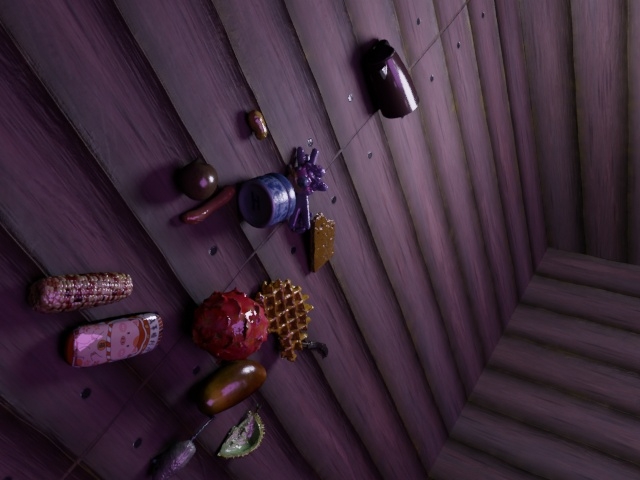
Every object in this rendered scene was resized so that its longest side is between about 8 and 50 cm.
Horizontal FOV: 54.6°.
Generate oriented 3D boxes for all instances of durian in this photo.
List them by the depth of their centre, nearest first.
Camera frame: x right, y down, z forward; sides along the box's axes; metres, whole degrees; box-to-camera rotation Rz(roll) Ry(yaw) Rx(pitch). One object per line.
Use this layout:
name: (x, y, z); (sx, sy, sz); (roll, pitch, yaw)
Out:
durian: (-0.237, 0.624, 1.983); (0.215, 0.086, 0.100); (-48, 121, -29)

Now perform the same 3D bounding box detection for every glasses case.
glasses case: (-0.501, 0.239, 1.514); (0.266, 0.067, 0.103); (-8, 109, -51)

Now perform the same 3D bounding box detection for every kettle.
kettle: (0.251, -0.578, 2.177); (0.232, 0.144, 0.202); (61, 34, -39)

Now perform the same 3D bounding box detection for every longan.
longan: (-0.315, -0.159, 1.605); (0.113, 0.092, 0.113); (1, 89, -47)

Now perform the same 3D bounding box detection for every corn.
corn: (-0.535, 0.116, 1.416); (0.253, 0.086, 0.086); (-3, 103, -53)

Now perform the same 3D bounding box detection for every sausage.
sausage: (-0.302, -0.094, 1.688); (0.186, 0.043, 0.043); (-41, 131, -37)

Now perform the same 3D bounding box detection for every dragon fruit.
dragon fruit: (-0.243, 0.246, 1.747); (0.268, 0.205, 0.210); (59, 28, -52)

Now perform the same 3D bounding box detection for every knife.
knife: (-0.024, 0.376, 2.219); (0.222, 0.021, 0.046); (35, 76, -52)

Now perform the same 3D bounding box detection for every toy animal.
toy animal: (-0.385, 0.585, 1.768); (0.253, 0.079, 0.070); (-46, 135, -34)

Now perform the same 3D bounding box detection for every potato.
potato: (-0.179, -0.330, 1.768); (0.045, 0.046, 0.092); (-26, 118, -4)

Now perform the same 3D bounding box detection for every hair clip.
hair clip: (-0.047, -0.151, 1.945); (0.090, 0.137, 0.278); (-74, 170, -79)

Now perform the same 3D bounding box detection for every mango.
mango: (-0.268, 0.428, 1.843); (0.267, 0.111, 0.133); (-21, 133, -49)

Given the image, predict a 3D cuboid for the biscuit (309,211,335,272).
biscuit: (0.006, -0.010, 2.089); (0.131, 0.026, 0.237); (-45, 147, -40)

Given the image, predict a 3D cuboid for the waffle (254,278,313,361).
waffle: (-0.140, 0.251, 1.995); (0.293, 0.069, 0.260); (30, 75, -50)

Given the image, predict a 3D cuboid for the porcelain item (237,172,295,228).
porcelain item: (-0.152, -0.116, 1.787); (0.114, 0.147, 0.147); (-25, 120, -48)
